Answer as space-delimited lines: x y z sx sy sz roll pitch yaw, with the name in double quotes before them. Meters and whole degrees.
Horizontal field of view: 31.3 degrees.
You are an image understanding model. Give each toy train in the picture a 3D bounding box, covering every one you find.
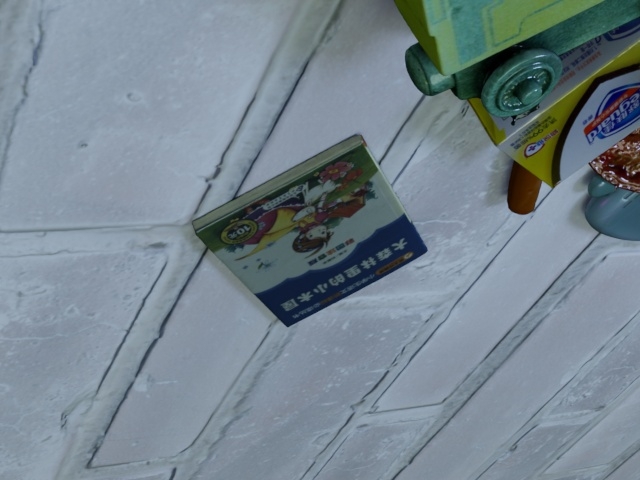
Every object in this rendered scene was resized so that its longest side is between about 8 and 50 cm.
"toy train" 0.241 -0.266 1.060 0.369 0.150 0.237 -26 146 -3

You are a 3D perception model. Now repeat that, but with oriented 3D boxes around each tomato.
"tomato" 0.407 -0.148 1.433 0.174 0.082 0.166 8 112 -13

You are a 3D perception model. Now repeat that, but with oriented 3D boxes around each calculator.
"calculator" 0.485 -0.066 1.654 0.299 0.041 0.185 13 134 -47

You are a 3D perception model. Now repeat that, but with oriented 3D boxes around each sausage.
"sausage" 0.267 -0.082 1.480 0.039 0.041 0.131 0 147 2

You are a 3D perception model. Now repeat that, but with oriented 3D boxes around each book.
"book" 0.000 0.000 1.446 0.228 0.018 0.322 -28 149 7

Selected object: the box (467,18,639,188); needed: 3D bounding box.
"box" 0.314 -0.191 1.290 0.265 0.097 0.168 -36 147 19
